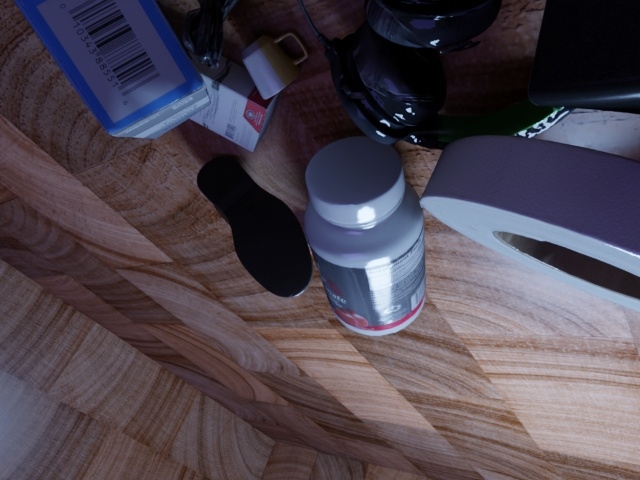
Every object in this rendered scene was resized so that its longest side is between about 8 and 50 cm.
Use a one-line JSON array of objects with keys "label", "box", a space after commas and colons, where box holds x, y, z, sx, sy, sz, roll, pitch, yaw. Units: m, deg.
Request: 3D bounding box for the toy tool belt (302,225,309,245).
[{"label": "toy tool belt", "box": [0.000, 0.000, 0.923, 0.083, 0.052, 0.051, 28, 179, -1]}]

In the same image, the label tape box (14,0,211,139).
[{"label": "label tape box", "box": [-0.233, -0.245, 0.554, 0.241, 0.106, 0.334, 60, 176, -16]}]

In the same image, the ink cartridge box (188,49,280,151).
[{"label": "ink cartridge box", "box": [-0.137, -0.205, 0.696, 0.135, 0.056, 0.099, 28, 147, -5]}]

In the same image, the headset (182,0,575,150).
[{"label": "headset", "box": [0.081, -0.186, 0.466, 0.394, 0.185, 0.243, 15, 148, -7]}]

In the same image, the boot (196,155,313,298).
[{"label": "boot", "box": [-0.096, -0.016, 0.815, 0.305, 0.112, 0.115, 52, 175, 32]}]

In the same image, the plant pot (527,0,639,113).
[{"label": "plant pot", "box": [0.262, -0.159, 0.264, 0.187, 0.188, 0.167, -3, -160, -26]}]

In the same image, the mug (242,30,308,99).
[{"label": "mug", "box": [-0.062, -0.233, 0.623, 0.064, 0.078, 0.062, 52, 172, -23]}]

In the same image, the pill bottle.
[{"label": "pill bottle", "box": [0.073, 0.002, 0.750, 0.176, 0.176, 0.319, 10, 145, 21]}]

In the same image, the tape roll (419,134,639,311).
[{"label": "tape roll", "box": [0.299, 0.003, 0.525, 0.392, 0.072, 0.392, 25, -178, -1]}]
